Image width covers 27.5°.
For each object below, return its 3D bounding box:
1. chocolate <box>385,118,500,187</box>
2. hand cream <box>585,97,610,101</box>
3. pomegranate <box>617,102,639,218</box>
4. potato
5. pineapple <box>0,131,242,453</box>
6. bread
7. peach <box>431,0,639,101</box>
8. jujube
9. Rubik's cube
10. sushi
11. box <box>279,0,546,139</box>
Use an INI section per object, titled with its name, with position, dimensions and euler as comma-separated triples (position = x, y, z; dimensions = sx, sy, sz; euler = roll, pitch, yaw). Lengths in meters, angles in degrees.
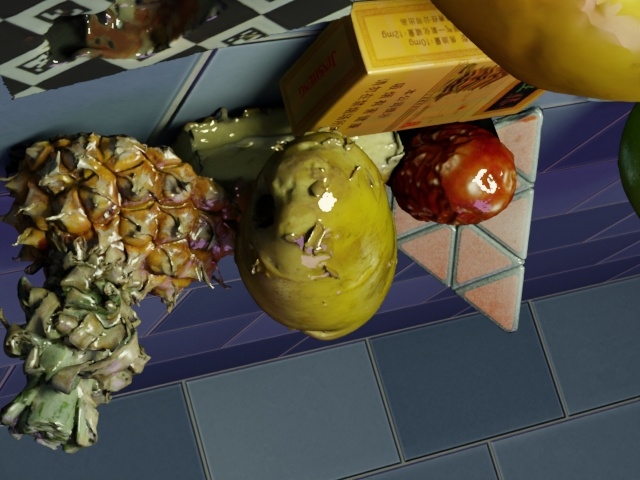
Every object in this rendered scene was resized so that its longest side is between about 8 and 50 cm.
[chocolate]
position = 0.117, -0.102, 1.553
dimensions = 0.156, 0.156, 0.133
euler = -8, -167, -35
[hand cream]
position = 0.387, -0.201, 1.593
dimensions = 0.065, 0.043, 0.171
euler = -7, 170, -16
[pomegranate]
position = 0.509, -0.155, 1.617
dimensions = 0.310, 0.216, 0.358
euler = -24, 138, -9
[potato]
position = 0.000, 0.000, 1.284
dimensions = 0.173, 0.140, 0.300
euler = -48, 159, -11
[pineapple]
position = -0.220, 0.071, 1.261
dimensions = 0.262, 0.271, 0.262
euler = 10, 152, 5
[bread]
position = -0.061, -0.067, 1.435
dimensions = 0.239, 0.111, 0.246
euler = -11, 165, -25
[peach]
position = 0.172, -0.218, 0.726
dimensions = 0.289, 0.289, 0.308
euler = -18, -156, 8
[jujube]
position = 0.139, -0.070, 1.386
dimensions = 0.109, 0.112, 0.176
euler = 9, -176, -18
[Rubik's cube]
position = 0.202, -0.053, 1.783
dimensions = 0.228, 0.229, 0.233
euler = -50, 130, -11
[sushi]
position = -0.104, -0.202, 0.894
dimensions = 0.294, 0.059, 0.292
euler = -15, 168, -7
[box]
position = 0.118, -0.174, 1.280
dimensions = 0.274, 0.076, 0.174
euler = -10, 168, -27
